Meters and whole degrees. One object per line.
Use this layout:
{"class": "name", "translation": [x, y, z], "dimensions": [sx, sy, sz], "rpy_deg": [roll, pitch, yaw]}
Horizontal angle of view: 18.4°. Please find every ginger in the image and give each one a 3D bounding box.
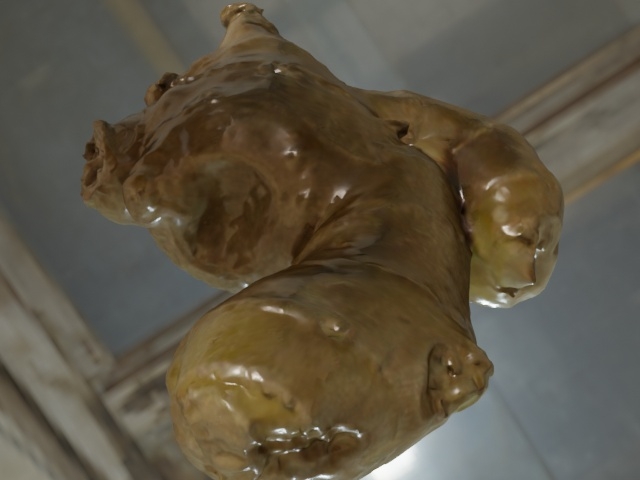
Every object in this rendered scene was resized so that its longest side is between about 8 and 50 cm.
{"class": "ginger", "translation": [-0.010, 0.000, 0.512], "dimensions": [0.133, 0.059, 0.214], "rpy_deg": [20, -151, 10]}
